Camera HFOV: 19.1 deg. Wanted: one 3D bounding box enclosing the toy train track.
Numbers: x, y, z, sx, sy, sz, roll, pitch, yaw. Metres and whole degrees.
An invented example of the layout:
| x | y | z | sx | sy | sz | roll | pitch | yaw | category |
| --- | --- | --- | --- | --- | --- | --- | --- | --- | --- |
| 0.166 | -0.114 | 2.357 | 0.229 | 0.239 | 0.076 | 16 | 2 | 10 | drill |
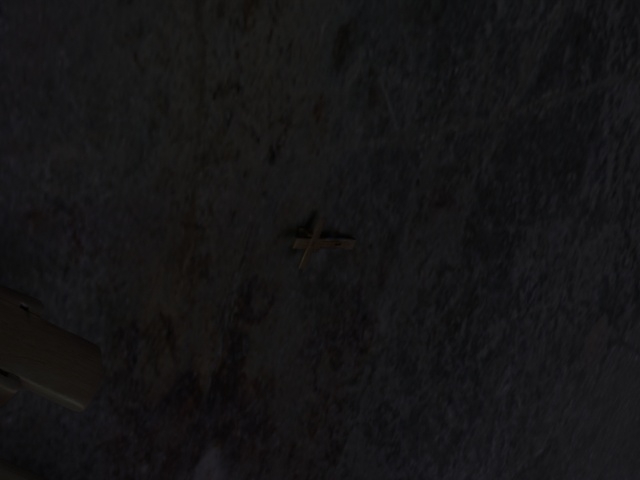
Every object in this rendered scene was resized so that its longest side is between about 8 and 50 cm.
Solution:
| x | y | z | sx | sy | sz | roll | pitch | yaw | category |
| --- | --- | --- | --- | --- | --- | --- | --- | --- | --- |
| 0.000 | 0.000 | 1.600 | 0.083 | 0.014 | 0.048 | 2 | 117 | -52 | toy train track |

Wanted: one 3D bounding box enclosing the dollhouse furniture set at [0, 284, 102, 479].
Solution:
| x | y | z | sx | sy | sz | roll | pitch | yaw | category |
| --- | --- | --- | --- | --- | --- | --- | --- | --- | --- |
| -0.267 | 0.236 | 1.360 | 0.198 | 0.286 | 0.303 | 27 | 139 | -19 | dollhouse furniture set |
